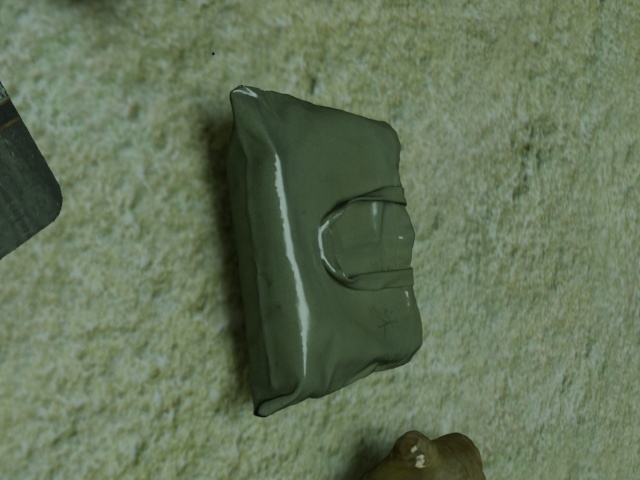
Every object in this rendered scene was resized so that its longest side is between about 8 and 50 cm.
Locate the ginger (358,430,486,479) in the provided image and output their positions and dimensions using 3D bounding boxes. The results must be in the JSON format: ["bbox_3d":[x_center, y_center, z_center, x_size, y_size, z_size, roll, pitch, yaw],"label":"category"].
[{"bbox_3d":[0.077,0.326,1.011,0.354,0.126,0.190,-45,137,-41],"label":"ginger"}]

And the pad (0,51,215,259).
[{"bbox_3d":[-0.255,-0.135,0.778,0.323,0.055,0.250,-35,111,-23],"label":"pad"}]

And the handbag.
[{"bbox_3d":[0.003,0.003,0.989,0.253,0.109,0.316,-7,90,-50],"label":"handbag"}]
